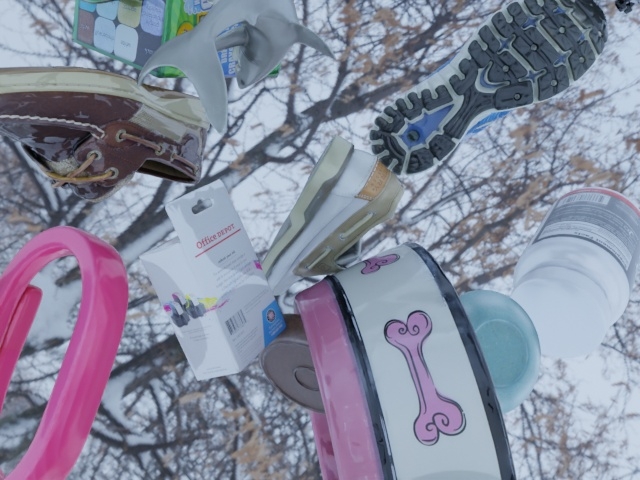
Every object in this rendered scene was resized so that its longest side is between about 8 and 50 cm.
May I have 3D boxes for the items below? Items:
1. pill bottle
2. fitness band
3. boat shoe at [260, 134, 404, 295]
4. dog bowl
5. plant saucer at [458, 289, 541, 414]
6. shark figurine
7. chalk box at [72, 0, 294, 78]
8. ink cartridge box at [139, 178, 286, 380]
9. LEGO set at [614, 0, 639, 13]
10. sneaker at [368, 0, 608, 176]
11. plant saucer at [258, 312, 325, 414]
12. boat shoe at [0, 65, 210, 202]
[{"bbox_3d":[0.505,0.056,1.232,0.210,0.363,0.210,19,-52,26],"label":"pill bottle"},{"bbox_3d":[-0.298,0.126,0.652,0.209,0.291,0.054,5,-15,40],"label":"fitness band"},{"bbox_3d":[0.000,0.000,0.783,0.103,0.113,0.302,28,-34,-5],"label":"boat shoe"},{"bbox_3d":[0.072,0.213,0.716,0.408,0.150,0.408,170,-90,-83],"label":"dog bowl"},{"bbox_3d":[0.262,0.171,0.952,0.195,0.195,0.037,55,-18,-2],"label":"plant saucer"},{"bbox_3d":[-0.044,-0.188,0.576,0.116,0.278,0.166,34,-72,-3],"label":"shark figurine"},{"bbox_3d":[-0.189,-0.314,0.789,0.180,0.289,0.179,27,-65,27],"label":"chalk box"},{"bbox_3d":[-0.116,0.039,0.655,0.061,0.104,0.181,-16,-78,30],"label":"ink cartridge box"},{"bbox_3d":[0.432,-0.428,0.674,0.331,0.255,0.192,-32,-98,47],"label":"LEGO set"},{"bbox_3d":[0.213,-0.213,0.834,0.330,0.147,0.130,-30,-81,18],"label":"sneaker"},{"bbox_3d":[-0.008,0.157,0.748,0.168,0.029,0.168,17,-46,18],"label":"plant saucer"},{"bbox_3d":[-0.228,-0.100,0.641,0.123,0.342,0.123,3,-85,22],"label":"boat shoe"}]
